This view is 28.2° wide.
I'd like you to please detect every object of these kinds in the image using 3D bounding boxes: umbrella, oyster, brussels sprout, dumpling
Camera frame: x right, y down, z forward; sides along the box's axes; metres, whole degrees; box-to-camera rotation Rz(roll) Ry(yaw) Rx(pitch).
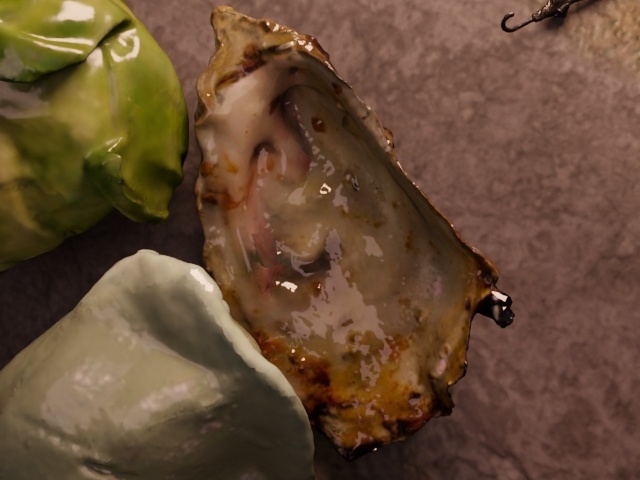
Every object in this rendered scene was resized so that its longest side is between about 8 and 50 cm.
[{"bbox_3d":[0.210,-0.194,0.994,0.149,0.022,0.022,-21,47,4],"label":"umbrella"},{"bbox_3d":[-0.009,-0.008,1.006,0.221,0.096,0.361,-39,82,19],"label":"oyster"},{"bbox_3d":[-0.248,-0.102,1.000,0.259,0.227,0.294,-40,89,6],"label":"brussels sprout"},{"bbox_3d":[-0.131,0.140,0.964,0.270,0.320,0.212,2,74,-6],"label":"dumpling"}]
